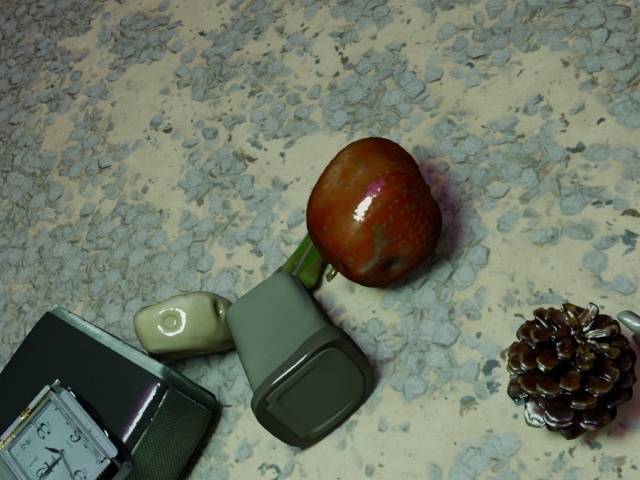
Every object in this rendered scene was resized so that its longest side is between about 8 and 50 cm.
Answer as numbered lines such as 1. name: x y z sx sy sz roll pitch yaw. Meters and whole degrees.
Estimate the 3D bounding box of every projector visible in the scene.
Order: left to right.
1. projector: -0.469 0.393 1.680 0.395 0.242 0.405 21 73 32

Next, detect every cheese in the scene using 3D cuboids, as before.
1. cheese: -0.281 0.181 1.746 0.218 0.235 0.117 -22 71 42

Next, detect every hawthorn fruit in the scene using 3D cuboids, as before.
1. hawthorn fruit: 0.099 -0.040 1.666 0.300 0.275 0.275 -52 52 7

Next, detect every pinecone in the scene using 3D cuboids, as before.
1. pinecone: 0.408 0.198 1.399 0.221 0.221 0.221 -12 56 19

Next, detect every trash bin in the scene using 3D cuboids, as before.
1. trash bin: -0.052 0.213 1.617 0.219 0.220 0.250 -36 44 1

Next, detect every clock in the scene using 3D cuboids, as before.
1. clock: -0.449 0.385 1.475 0.186 0.083 0.253 -49 55 -6

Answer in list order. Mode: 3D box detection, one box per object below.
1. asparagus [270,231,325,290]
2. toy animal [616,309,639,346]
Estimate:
1. asparagus: -0.001 -0.001 1.802 0.343 0.082 0.085 -55 18 -14
2. toy animal: 0.689 0.123 1.324 0.303 0.194 0.344 -46 55 1
